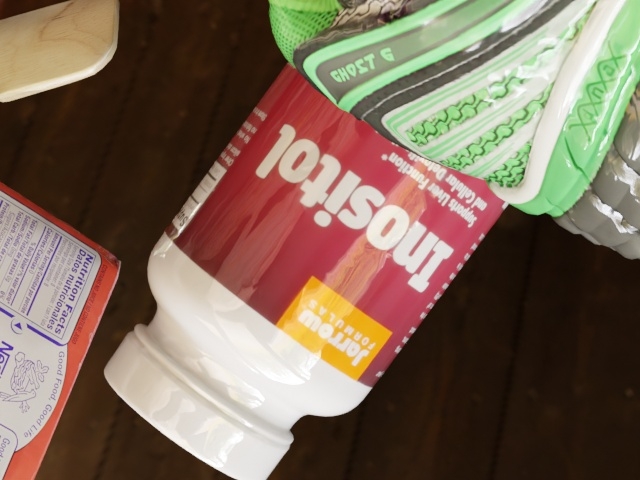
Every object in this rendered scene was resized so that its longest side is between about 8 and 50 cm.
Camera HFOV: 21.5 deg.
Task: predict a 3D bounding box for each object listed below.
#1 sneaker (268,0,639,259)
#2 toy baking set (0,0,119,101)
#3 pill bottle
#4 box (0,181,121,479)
[{"bbox_3d":[0.066,-0.142,0.364,0.146,0.344,0.134,19,-140,2],"label":"sneaker"},{"bbox_3d":[-0.178,-0.108,0.595,0.196,0.030,0.256,-38,-127,1],"label":"toy baking set"},{"bbox_3d":[0.000,0.000,0.546,0.152,0.086,0.086,-54,-137,2],"label":"pill bottle"},{"bbox_3d":[-0.191,0.093,0.610,0.122,0.128,0.257,-24,-141,50],"label":"box"}]
